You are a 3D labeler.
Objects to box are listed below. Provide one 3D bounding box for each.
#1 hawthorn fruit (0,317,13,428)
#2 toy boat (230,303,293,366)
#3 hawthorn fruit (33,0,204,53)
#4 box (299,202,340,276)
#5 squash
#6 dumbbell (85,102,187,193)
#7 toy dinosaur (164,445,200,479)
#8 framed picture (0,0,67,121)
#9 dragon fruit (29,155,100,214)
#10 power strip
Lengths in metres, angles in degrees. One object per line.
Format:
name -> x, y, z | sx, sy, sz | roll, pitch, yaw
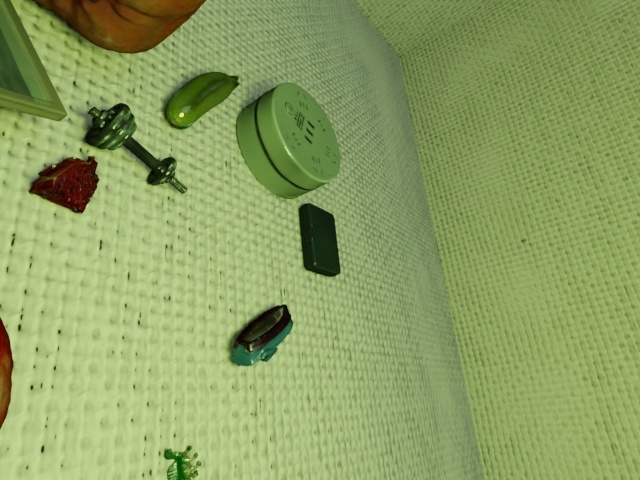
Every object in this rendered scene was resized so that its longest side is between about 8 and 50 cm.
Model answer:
hawthorn fruit -> -0.480, 0.132, 0.450 | 0.265, 0.265, 0.307 | 32, 30, -44
toy boat -> -0.130, 0.242, 1.044 | 0.223, 0.100, 0.096 | -37, 128, -57
hawthorn fruit -> -0.386, -0.623, 0.816 | 0.472, 0.472, 0.470 | 32, 48, -44
box -> 0.000, 0.000, 1.405 | 0.160, 0.050, 0.230 | 22, 56, -50
squash -> -0.310, -0.399, 1.136 | 0.094, 0.095, 0.340 | 55, 38, -22
dumbbell -> -0.382, -0.186, 0.905 | 0.254, 0.110, 0.110 | 46, 39, -42
toy dinosaur -> -0.261, 0.448, 0.805 | 0.061, 0.029, 0.119 | -11, 87, -42
framed picture -> -0.601, -0.393, 0.608 | 0.445, 0.028, 0.326 | 60, 18, 8
dragon fruit -> -0.474, -0.119, 0.786 | 0.097, 0.063, 0.131 | 82, 12, -54
power strip -> -0.084, -0.307, 1.346 | 0.358, 0.162, 0.356 | 32, 48, -44
